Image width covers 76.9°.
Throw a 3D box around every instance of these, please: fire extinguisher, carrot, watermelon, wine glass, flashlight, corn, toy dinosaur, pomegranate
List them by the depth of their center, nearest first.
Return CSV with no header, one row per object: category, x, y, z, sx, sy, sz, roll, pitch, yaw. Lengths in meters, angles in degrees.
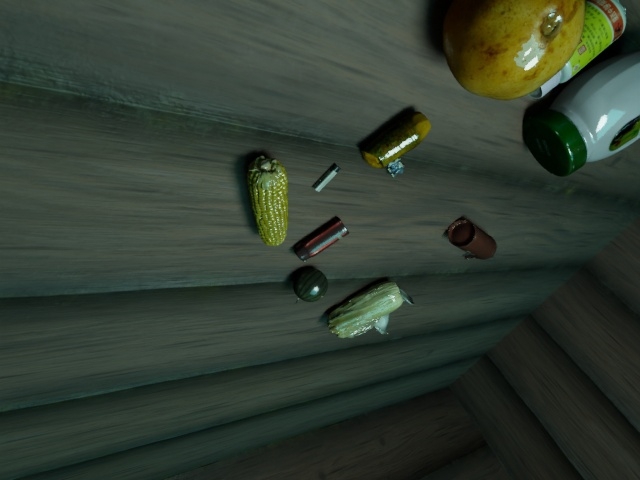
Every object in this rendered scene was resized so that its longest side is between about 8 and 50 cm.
pomegranate,0.370,-0.411,0.793,0.264,0.264,0.264,-19,142,-16
corn,-0.121,-0.085,0.955,0.091,0.091,0.260,-20,145,-18
carrot,0.189,-0.245,0.996,0.173,0.082,0.082,-39,143,5
flashlight,0.017,-0.159,1.024,0.083,0.018,0.018,-44,141,18
toy dinosaur,0.204,-0.202,1.097,0.047,0.030,0.083,-36,144,10
watermelon,-0.040,0.149,1.264,0.133,0.105,0.105,-46,146,-14
corn,0.168,0.262,1.533,0.305,0.122,0.123,-32,143,4
fire extinguisher,0.597,0.019,1.584,0.147,0.106,0.337,-23,151,33
wine glass,0.289,0.284,1.661,0.183,0.122,0.122,-47,141,12

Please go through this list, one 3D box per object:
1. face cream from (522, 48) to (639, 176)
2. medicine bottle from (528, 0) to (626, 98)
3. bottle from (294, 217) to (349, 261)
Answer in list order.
face cream,0.812,-0.369,1.176,0.357,0.219,0.312,-32,145,7
medicine bottle,0.584,-0.466,0.968,0.225,0.139,0.139,-41,143,13
bottle,0.000,0.000,1.169,0.164,0.060,0.060,-34,144,4
